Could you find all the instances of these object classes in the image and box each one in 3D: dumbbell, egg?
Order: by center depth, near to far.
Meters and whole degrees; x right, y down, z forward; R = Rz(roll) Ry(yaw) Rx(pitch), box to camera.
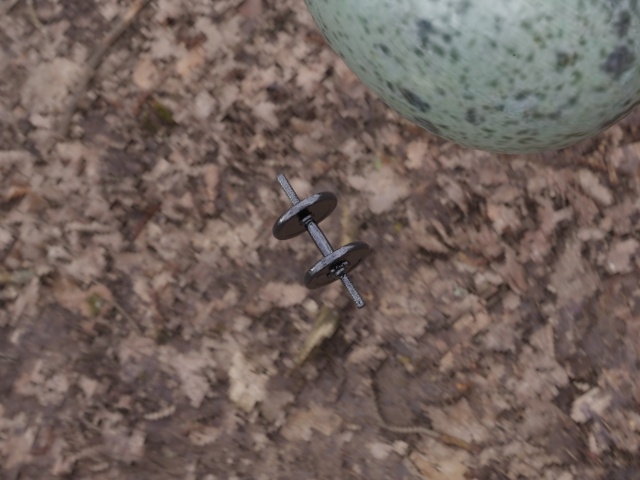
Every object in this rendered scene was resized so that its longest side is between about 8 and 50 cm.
[{"bbox_3d":[0.065,-0.108,0.530,0.172,0.132,0.132,27,81,-11],"label":"egg"},{"bbox_3d":[0.000,0.000,1.185,0.069,0.069,0.147,-34,74,6],"label":"dumbbell"}]
